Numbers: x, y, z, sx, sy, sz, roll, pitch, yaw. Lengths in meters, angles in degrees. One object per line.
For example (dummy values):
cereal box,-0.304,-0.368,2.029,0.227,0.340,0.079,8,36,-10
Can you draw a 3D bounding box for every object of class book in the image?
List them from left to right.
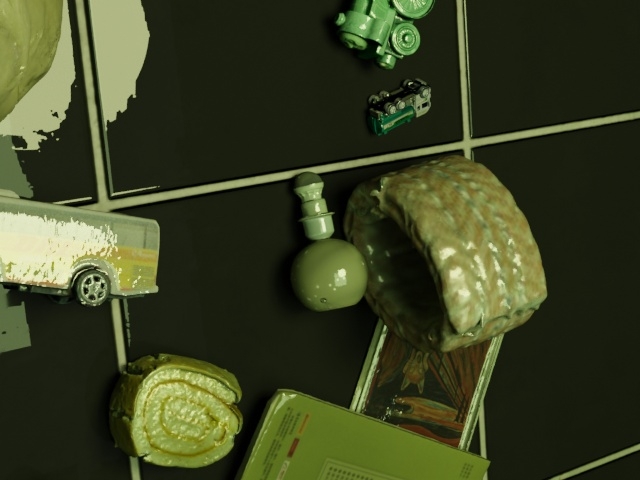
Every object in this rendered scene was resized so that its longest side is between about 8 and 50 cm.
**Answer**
book,0.035,0.332,1.412,0.352,0.035,0.239,24,91,-34

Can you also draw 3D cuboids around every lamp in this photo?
lamp,0.000,0.000,1.329,0.091,0.091,0.163,-13,87,-31

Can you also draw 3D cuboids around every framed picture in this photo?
framed picture,0.138,0.185,1.480,0.216,0.016,0.273,19,86,-34

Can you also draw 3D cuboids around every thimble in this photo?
thimble,0.135,0.018,1.332,0.148,0.196,0.229,-18,67,-26

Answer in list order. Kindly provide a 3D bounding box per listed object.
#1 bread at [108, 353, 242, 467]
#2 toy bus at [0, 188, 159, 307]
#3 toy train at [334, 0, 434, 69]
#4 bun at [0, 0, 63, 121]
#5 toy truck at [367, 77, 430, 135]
bread,-0.154,0.187,1.258,0.156,0.064,0.117,21,90,-35
toy bus,-0.289,0.007,1.129,0.268,0.092,0.106,9,84,-34
toy train,0.079,-0.292,1.338,0.104,0.071,0.178,19,85,-26
bun,-0.368,-0.221,0.960,0.326,0.234,0.362,42,68,-25
toy truck,0.095,-0.161,1.387,0.083,0.039,0.044,-28,128,-26
